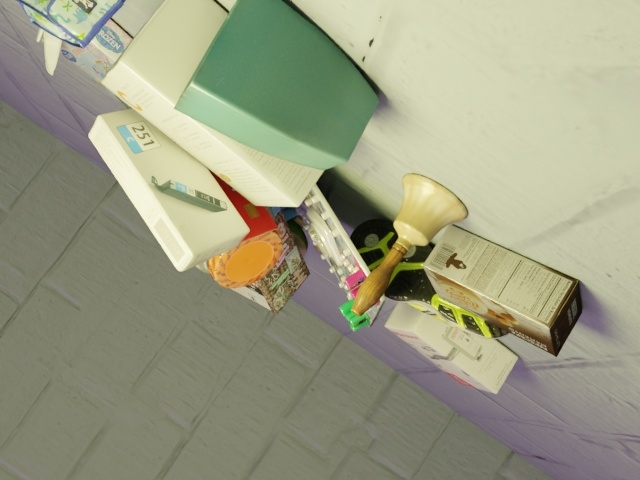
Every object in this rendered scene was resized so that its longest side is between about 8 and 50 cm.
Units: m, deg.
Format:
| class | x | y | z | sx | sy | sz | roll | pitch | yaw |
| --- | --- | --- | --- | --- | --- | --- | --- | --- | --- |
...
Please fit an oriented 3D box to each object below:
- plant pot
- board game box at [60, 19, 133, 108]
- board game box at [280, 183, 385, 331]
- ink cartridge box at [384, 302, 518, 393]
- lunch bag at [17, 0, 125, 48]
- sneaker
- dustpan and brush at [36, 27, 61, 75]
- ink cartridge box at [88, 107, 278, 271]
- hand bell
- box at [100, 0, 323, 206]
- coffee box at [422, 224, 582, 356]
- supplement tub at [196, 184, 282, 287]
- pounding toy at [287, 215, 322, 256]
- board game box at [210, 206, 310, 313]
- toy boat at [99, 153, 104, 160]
| class | x | y | z | sx | sy | sz | roll | pitch | yaw |
| --- | --- | --- | --- | --- | --- | --- | --- | --- | --- |
| plant pot | -0.052 | -0.203 | 1.014 | 0.234 | 0.166 | 0.165 | 31 | 170 | -15 |
| board game box | -0.423 | -0.362 | 1.621 | 0.318 | 0.066 | 0.318 | 41 | 167 | -28 |
| board game box | 0.000 | 0.000 | 1.538 | 0.390 | 0.050 | 0.390 | 59 | 172 | 12 |
| ink cartridge box | 0.331 | 0.259 | 1.888 | 0.283 | 0.117 | 0.207 | 37 | 168 | -12 |
| lunch bag | -0.430 | -0.415 | 1.273 | 0.151 | 0.129 | 0.096 | 33 | 169 | 13 |
| sneaker | 0.218 | 0.093 | 1.487 | 0.384 | 0.145 | 0.147 | 34 | 173 | 23 |
| dustpan and brush | -0.563 | -0.467 | 1.517 | 0.060 | 0.147 | 0.211 | 7 | 145 | -29 |
| ink cartridge box | -0.225 | -0.117 | 1.311 | 0.296 | 0.261 | 0.066 | 55 | 133 | 9 |
| hand bell | 0.126 | 0.022 | 1.205 | 0.126 | 0.242 | 0.126 | 33 | 167 | 8 |
| box | -0.155 | -0.222 | 1.191 | 0.345 | 0.168 | 0.215 | 39 | 168 | -21 |
| coffee box | 0.318 | 0.086 | 1.280 | 0.246 | 0.098 | 0.141 | 28 | 166 | 32 |
| supplement tub | -0.219 | -0.062 | 1.506 | 0.316 | 0.193 | 0.193 | 50 | 179 | 34 |
| pounding toy | -0.083 | -0.047 | 1.899 | 0.237 | 0.110 | 0.183 | -2 | 145 | 40 |
| board game box | -0.187 | 0.007 | 1.761 | 0.232 | 0.141 | 0.291 | 24 | 153 | 31 |
| toy boat | -0.413 | -0.232 | 1.687 | 0.231 | 0.151 | 0.151 | 28 | 138 | 24 |
